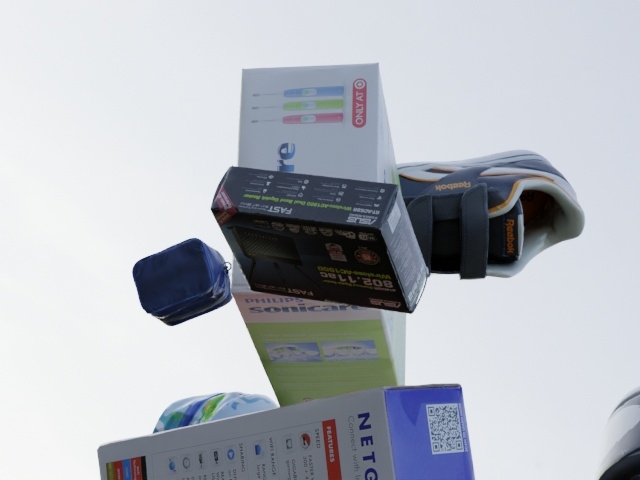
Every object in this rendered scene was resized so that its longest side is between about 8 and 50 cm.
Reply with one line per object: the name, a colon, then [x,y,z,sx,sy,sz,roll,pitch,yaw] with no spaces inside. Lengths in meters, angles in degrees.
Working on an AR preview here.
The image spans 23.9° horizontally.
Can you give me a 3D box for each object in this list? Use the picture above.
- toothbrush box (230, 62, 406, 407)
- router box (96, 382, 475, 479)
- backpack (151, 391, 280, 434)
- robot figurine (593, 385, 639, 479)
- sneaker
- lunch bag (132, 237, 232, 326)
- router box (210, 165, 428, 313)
toothbrush box: [0.006,0.008,1.310,0.122,0.206,0.283,-2,-27,8]
router box: [-0.018,0.286,1.044,0.301,0.335,0.082,-16,-14,42]
backpack: [-0.120,0.356,1.786,0.273,0.355,0.290,46,24,29]
robot figurine: [0.394,0.269,1.718,0.209,0.278,0.173,-34,-80,26]
sneaker: [0.148,-0.021,1.704,0.127,0.321,0.126,-131,-150,-52]
lunch bag: [-0.138,0.043,1.580,0.098,0.067,0.065,-21,-22,12]
router box: [0.000,0.000,0.973,0.122,0.038,0.092,7,-34,24]
